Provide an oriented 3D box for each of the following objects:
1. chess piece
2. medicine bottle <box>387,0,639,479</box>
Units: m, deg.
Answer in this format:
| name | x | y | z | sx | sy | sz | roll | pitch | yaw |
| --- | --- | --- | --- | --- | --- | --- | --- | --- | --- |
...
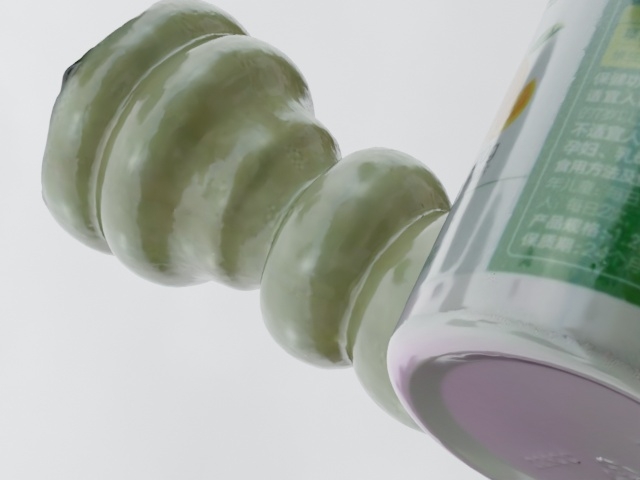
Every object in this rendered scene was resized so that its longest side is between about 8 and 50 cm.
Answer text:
| name | x | y | z | sx | sy | sz | roll | pitch | yaw |
| --- | --- | --- | --- | --- | --- | --- | --- | --- | --- |
| chess piece | 0.000 | 0.000 | 0.930 | 0.182 | 0.330 | 0.182 | -37 | -34 | -31 |
| medicine bottle | 0.134 | -0.044 | 0.536 | 0.274 | 0.133 | 0.133 | -61 | -31 | -26 |
